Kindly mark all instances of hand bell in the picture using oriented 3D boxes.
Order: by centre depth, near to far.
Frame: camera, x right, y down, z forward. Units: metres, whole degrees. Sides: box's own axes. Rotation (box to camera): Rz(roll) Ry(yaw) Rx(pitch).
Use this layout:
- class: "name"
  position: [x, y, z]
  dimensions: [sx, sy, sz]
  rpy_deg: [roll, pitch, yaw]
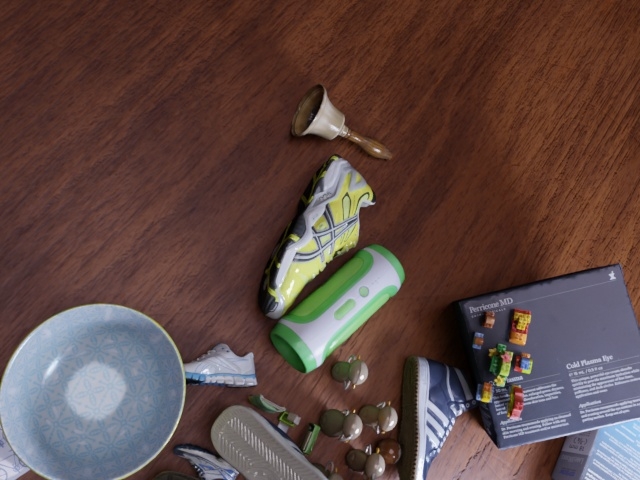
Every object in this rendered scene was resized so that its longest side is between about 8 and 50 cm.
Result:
- class: "hand bell"
  position: [0.066, -0.242, 1.392]
  dimensions: [0.242, 0.126, 0.126]
  rpy_deg: [25, 70, -28]

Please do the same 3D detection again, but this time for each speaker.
- class: "speaker"
  position: [0.039, 0.136, 1.265]
  dimensions: [0.296, 0.131, 0.131]
  rpy_deg: [-40, 94, -24]

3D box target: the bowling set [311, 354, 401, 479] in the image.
- class: "bowling set"
  position: [0.099, 0.386, 1.218]
  dimensions: [0.199, 0.154, 0.287]
  rpy_deg: [19, 73, -16]

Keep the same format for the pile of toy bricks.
- class: "pile of toy bricks"
  position: [0.357, 0.236, 1.193]
  dimensions: [0.118, 0.105, 0.212]
  rpy_deg: [10, 85, 8]

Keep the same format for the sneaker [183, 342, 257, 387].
- class: "sneaker"
  position: [-0.215, 0.240, 1.184]
  dimensions: [0.190, 0.071, 0.083]
  rpy_deg: [10, 68, -27]

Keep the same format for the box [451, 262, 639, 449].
- class: "box"
  position: [0.495, 0.242, 1.319]
  dimensions: [0.343, 0.179, 0.313]
  rpy_deg: [-14, 84, 5]

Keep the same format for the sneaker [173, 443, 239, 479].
- class: "sneaker"
  position: [-0.216, 0.425, 1.145]
  dimensions: [0.135, 0.052, 0.058]
  rpy_deg: [26, 74, -13]

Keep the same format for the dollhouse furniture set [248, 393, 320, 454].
- class: "dollhouse furniture set"
  position: [-0.080, 0.360, 1.198]
  dimensions: [0.151, 0.076, 0.059]
  rpy_deg: [31, 68, -13]

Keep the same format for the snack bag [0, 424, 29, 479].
- class: "snack bag"
  position: [-0.685, 0.312, 0.997]
  dimensions: [0.323, 0.037, 0.343]
  rpy_deg: [-31, 90, -24]

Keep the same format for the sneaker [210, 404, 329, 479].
- class: "sneaker"
  position: [-0.049, 0.442, 1.099]
  dimensions: [0.131, 0.148, 0.350]
  rpy_deg: [-41, 65, -6]

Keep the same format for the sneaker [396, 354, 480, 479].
- class: "sneaker"
  position: [0.253, 0.397, 1.306]
  dimensions: [0.153, 0.099, 0.282]
  rpy_deg: [12, 71, -16]

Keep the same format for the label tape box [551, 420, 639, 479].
- class: "label tape box"
  position: [0.676, 0.567, 1.426]
  dimensions: [0.240, 0.106, 0.334]
  rpy_deg: [36, 69, -10]

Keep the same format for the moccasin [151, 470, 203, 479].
- class: "moccasin"
  position: [-0.145, 0.538, 1.086]
  dimensions: [0.380, 0.147, 0.139]
  rpy_deg: [26, 67, 1]

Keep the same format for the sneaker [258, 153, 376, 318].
- class: "sneaker"
  position: [0.000, 0.000, 1.274]
  dimensions: [0.147, 0.145, 0.385]
  rpy_deg: [32, 70, -11]

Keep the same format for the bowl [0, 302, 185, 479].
- class: "bowl"
  position: [-0.388, 0.261, 1.057]
  dimensions: [0.289, 0.156, 0.290]
  rpy_deg: [5, 77, -20]
